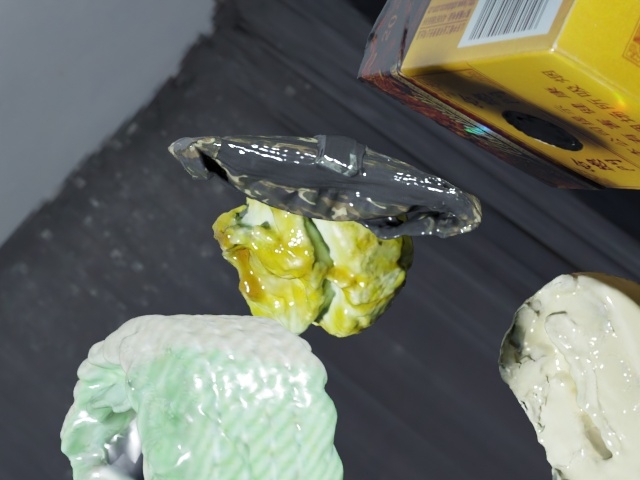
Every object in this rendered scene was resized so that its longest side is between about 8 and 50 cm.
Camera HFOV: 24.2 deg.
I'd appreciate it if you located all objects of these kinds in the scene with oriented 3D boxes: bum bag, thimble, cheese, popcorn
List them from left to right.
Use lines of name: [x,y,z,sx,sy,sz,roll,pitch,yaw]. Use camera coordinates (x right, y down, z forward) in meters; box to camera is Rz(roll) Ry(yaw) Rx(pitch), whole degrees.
thimble: [-0.091,0.156,1.069,0.150,0.219,0.219,3,129,-26]
popcorn: [0.000,0.000,1.567,0.184,0.204,0.221,-47,143,-32]
bum bag: [0.004,-0.047,1.121,0.102,0.248,0.069,-120,-133,-65]
cheese: [0.260,0.157,1.248,0.233,0.266,0.127,12,140,-45]

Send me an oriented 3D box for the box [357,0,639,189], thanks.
box: [0.230,-0.148,1.370,0.116,0.264,0.415,-66,-159,-6]
